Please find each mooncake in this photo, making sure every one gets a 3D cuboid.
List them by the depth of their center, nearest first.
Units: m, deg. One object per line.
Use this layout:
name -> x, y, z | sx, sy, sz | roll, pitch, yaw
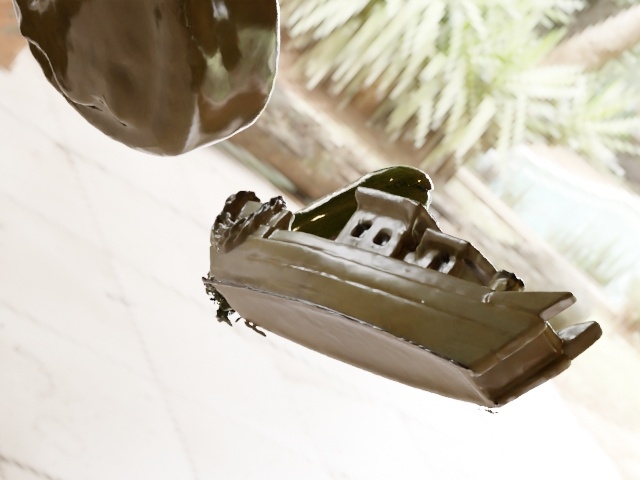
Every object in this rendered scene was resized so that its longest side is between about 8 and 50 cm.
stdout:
mooncake -> -0.130, -0.168, 1.075 | 0.117, 0.235, 0.235 | -24, 61, -36

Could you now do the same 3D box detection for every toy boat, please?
toy boat -> 0.028, 0.016, 0.639 | 0.206, 0.072, 0.064 | 16, -26, 45

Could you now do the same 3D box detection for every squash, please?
squash -> 0.000, 0.000, 0.995 | 0.052, 0.183, 0.052 | 42, -31, 32
